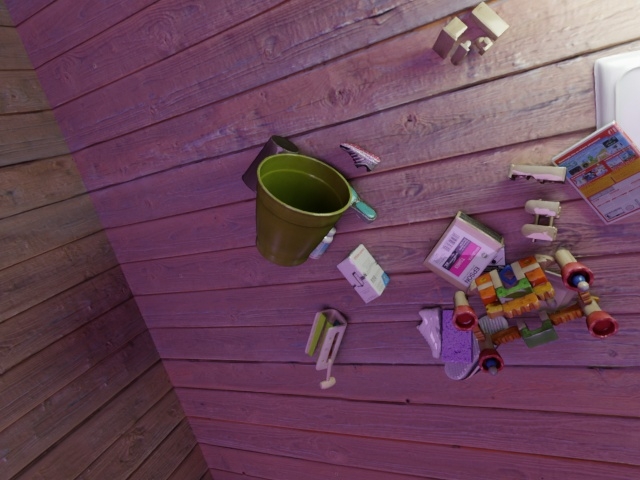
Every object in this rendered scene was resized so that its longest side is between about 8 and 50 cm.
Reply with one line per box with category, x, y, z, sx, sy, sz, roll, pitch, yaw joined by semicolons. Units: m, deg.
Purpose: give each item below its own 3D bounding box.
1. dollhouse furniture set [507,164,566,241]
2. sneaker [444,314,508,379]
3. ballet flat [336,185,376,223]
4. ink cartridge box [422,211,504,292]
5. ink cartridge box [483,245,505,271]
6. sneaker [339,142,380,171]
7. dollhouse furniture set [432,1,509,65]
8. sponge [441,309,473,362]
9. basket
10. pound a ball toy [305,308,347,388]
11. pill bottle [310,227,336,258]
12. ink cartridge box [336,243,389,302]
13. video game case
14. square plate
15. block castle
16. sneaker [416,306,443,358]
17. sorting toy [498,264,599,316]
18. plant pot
dollhouse furniture set;0.696;-0.118;1.361;0.161;0.212;0.241;10;96;31
sneaker;0.638;0.432;1.681;0.321;0.127;0.126;-51;49;10
ballet flat;0.137;-0.148;1.697;0.213;0.072;0.068;45;153;5
ink cartridge box;0.522;0.043;1.528;0.193;0.088;0.234;34;119;12
ink cartridge box;0.593;0.070;1.582;0.207;0.046;0.097;-2;109;27
sneaker;0.143;-0.323;1.617;0.170;0.063;0.074;29;115;6
dollhouse furniture set;0.479;-0.654;1.338;0.144;0.123;0.151;45;88;2
sponge;0.550;0.383;1.666;0.117;0.031;0.210;-7;67;35
basket;-0.196;-0.310;1.739;0.204;0.154;0.226;37;119;7
pound a ball toy;0.049;0.511;1.958;0.208;0.136;0.319;47;132;45
pill bottle;0.000;0.000;1.810;0.087;0.087;0.160;39;122;6
ink cartridge box;0.183;0.137;1.746;0.086;0.148;0.203;-38;91;34
video game case;0.905;-0.202;1.293;0.285;0.025;0.204;49;142;-1
square plate;1.000;-0.385;1.192;0.347;0.049;0.343;-4;110;27
block castle;0.705;0.255;1.405;0.453;0.213;0.303;-28;108;23
sneaker;0.469;0.389;1.765;0.115;0.090;0.232;-1;102;33
sorting toy;0.819;0.190;1.523;0.348;0.047;0.195;19;122;11
plant pot;-0.105;-0.094;1.645;0.367;0.366;0.353;32;131;10
